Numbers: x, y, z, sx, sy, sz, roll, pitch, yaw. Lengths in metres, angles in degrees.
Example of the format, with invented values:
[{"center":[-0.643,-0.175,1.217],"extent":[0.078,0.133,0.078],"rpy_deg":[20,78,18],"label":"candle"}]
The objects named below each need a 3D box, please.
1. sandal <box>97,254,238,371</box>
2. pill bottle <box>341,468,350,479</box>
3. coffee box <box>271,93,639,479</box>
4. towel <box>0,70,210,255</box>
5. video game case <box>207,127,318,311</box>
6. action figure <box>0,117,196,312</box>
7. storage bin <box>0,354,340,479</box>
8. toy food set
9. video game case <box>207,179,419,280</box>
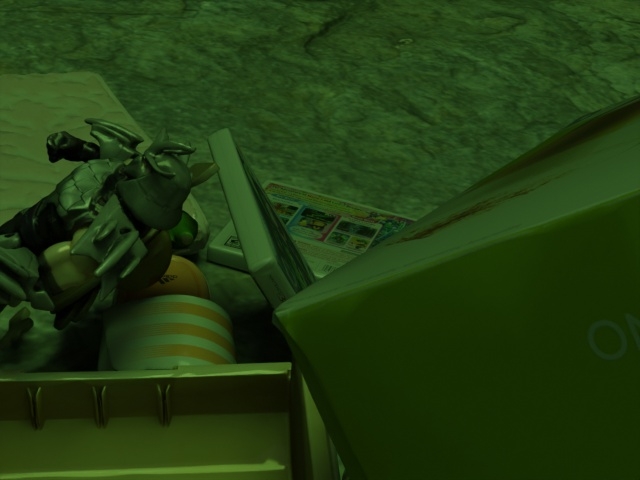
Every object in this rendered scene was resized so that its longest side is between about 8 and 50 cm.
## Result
[{"center":[-0.113,0.063,0.894],"extent":[0.102,0.076,0.265],"rpy_deg":[1,31,-12],"label":"sandal"},{"center":[0.065,0.168,0.725],"extent":[0.112,0.112,0.186],"rpy_deg":[8,29,-2],"label":"pill bottle"},{"center":[0.252,0.083,0.571],"extent":[0.338,0.338,0.334],"rpy_deg":[-21,5,42],"label":"coffee box"},{"center":[-0.304,-0.060,1.081],"extent":[0.332,0.053,0.317],"rpy_deg":[-7,32,-26],"label":"towel"},{"center":[-0.021,0.028,0.901],"extent":[0.022,0.173,0.190],"rpy_deg":[-28,34,4],"label":"video game case"},{"center":[-0.192,-0.001,0.807],"extent":[0.285,0.099,0.185],"rpy_deg":[-24,11,28],"label":"action figure"},{"center":[-0.125,0.147,0.666],"extent":[0.262,0.123,0.260],"rpy_deg":[-1,34,-5],"label":"storage bin"},{"center":[-0.143,0.018,0.901],"extent":[0.192,0.038,0.132],"rpy_deg":[-40,11,-5],"label":"toy food set"},{"center":[0.000,0.000,1.092],"extent":[0.157,0.019,0.143],"rpy_deg":[15,30,13],"label":"video game case"}]
